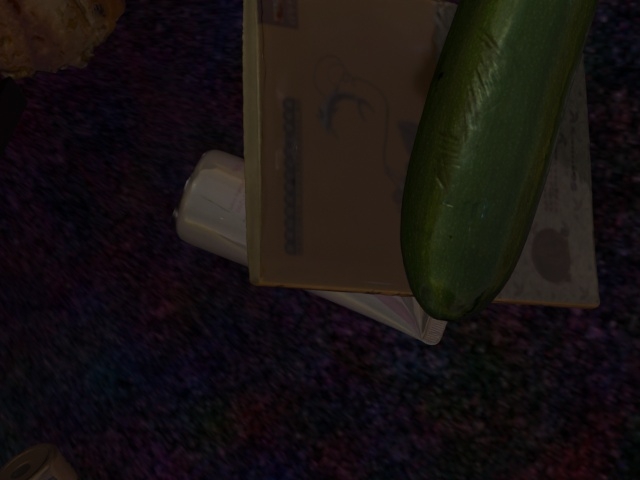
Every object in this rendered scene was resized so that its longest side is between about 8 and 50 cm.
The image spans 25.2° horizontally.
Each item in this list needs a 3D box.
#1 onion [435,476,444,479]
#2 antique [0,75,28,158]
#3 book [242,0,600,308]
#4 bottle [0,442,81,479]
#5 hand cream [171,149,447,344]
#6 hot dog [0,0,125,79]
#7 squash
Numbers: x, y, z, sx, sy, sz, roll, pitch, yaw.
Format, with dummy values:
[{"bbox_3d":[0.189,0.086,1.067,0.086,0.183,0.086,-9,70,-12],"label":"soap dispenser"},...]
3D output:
[{"bbox_3d":[0.109,0.431,1.720,0.272,0.230,0.256,-42,156,15],"label":"onion"},{"bbox_3d":[-0.266,-0.087,1.162,0.015,0.192,0.031,-25,114,12],"label":"antique"},{"bbox_3d":[0.098,-0.080,1.243,0.389,0.032,0.269,4,79,-36],"label":"book"},{"bbox_3d":[-0.289,0.308,1.588,0.099,0.099,0.152,-35,111,-12],"label":"bottle"},{"bbox_3d":[0.000,0.000,1.721,0.358,0.185,0.118,21,135,8],"label":"hand cream"},{"bbox_3d":[-0.436,-0.362,1.574,0.367,0.196,0.365,-10,128,7],"label":"hot dog"},{"bbox_3d":[0.108,-0.095,0.841,0.082,0.082,0.293,19,87,-23],"label":"squash"}]
